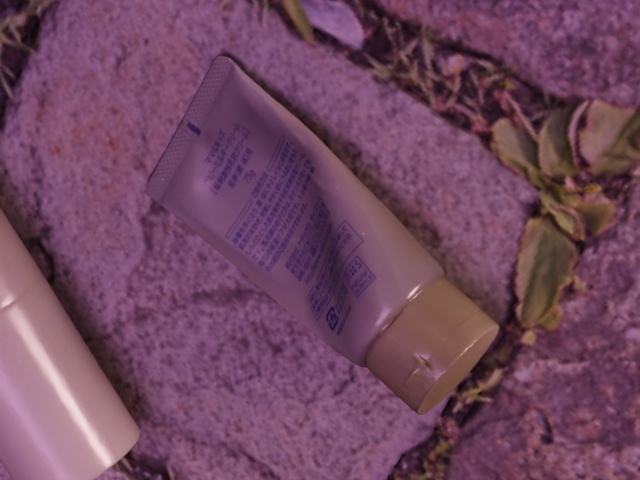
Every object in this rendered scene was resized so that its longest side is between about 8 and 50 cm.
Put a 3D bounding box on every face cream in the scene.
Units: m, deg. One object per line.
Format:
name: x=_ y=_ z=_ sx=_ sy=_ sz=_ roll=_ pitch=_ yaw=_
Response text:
face cream: x=0.000 y=0.000 z=1.153 sx=0.224 sy=0.070 sz=0.114 roll=42 pitch=126 yaw=14

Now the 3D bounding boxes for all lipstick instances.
lipstick: x=-0.232 y=0.009 z=1.237 sx=0.087 sy=0.087 sz=0.327 roll=-22 pitch=105 yaw=32
